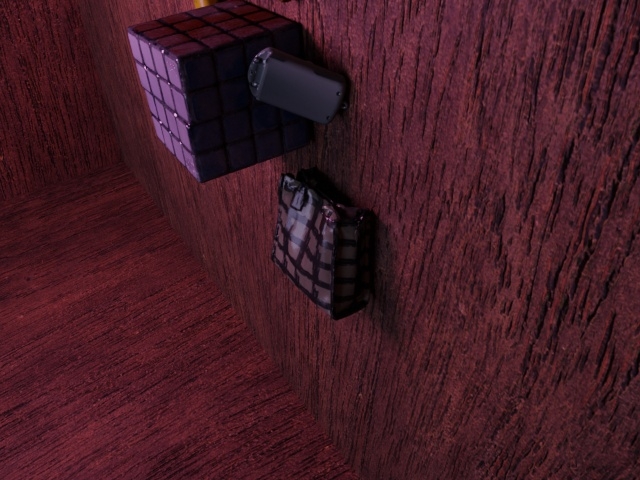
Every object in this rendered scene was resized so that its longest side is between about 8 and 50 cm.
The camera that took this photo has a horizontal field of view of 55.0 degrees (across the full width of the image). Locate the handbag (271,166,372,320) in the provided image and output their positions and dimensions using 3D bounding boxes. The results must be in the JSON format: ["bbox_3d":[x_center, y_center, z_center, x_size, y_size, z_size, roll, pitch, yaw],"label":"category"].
[{"bbox_3d":[0.000,0.000,1.703,0.325,0.162,0.327,40,141,41],"label":"handbag"}]

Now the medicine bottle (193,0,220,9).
[{"bbox_3d":[-0.352,-0.804,1.752,0.111,0.076,0.309,-118,16,-61],"label":"medicine bottle"}]

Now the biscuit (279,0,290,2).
[{"bbox_3d":[-0.148,-0.713,1.460,0.301,0.043,0.278,33,143,53],"label":"biscuit"}]

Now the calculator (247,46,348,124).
[{"bbox_3d":[-0.051,-0.356,1.435,0.246,0.045,0.141,20,139,-5],"label":"calculator"}]

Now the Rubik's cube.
[{"bbox_3d":[-0.261,-0.404,1.618,0.344,0.344,0.337,42,146,45],"label":"Rubik's cube"}]
